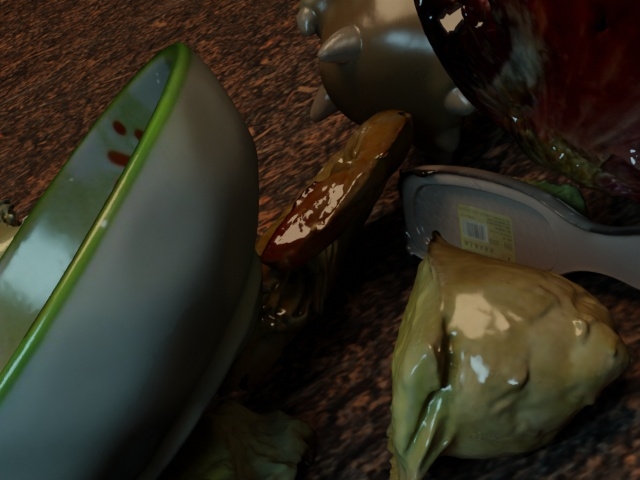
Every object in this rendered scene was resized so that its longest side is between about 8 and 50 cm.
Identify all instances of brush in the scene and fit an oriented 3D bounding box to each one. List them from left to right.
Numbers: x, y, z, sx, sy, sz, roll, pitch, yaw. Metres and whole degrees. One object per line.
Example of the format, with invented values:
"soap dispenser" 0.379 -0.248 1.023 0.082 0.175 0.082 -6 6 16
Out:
"brush" 0.159 -0.007 0.848 0.067 0.072 0.313 -23 20 -29

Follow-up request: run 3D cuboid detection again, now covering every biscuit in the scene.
"biscuit" -0.060 0.145 0.760 0.118 0.061 0.183 -26 24 6

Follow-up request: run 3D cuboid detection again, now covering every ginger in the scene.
"ginger" 0.095 0.053 0.769 0.122 0.115 0.193 -3 18 2

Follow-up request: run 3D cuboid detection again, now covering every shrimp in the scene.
"shrimp" 0.000 0.000 0.926 0.152 0.063 0.287 -49 5 34

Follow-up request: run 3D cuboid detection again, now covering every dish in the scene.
"dish" -0.118 0.059 0.779 0.324 0.124 0.324 -51 16 21

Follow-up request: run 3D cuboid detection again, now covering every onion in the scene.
"onion" 0.225 -0.155 0.779 0.341 0.341 0.341 -22 24 10

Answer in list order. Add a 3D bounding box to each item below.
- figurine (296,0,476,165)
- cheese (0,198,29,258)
"figurine" 0.108 -0.142 1.061 0.177 0.247 0.173 -32 45 61
"cheese" -0.330 0.038 1.268 0.127 0.050 0.235 6 35 46
